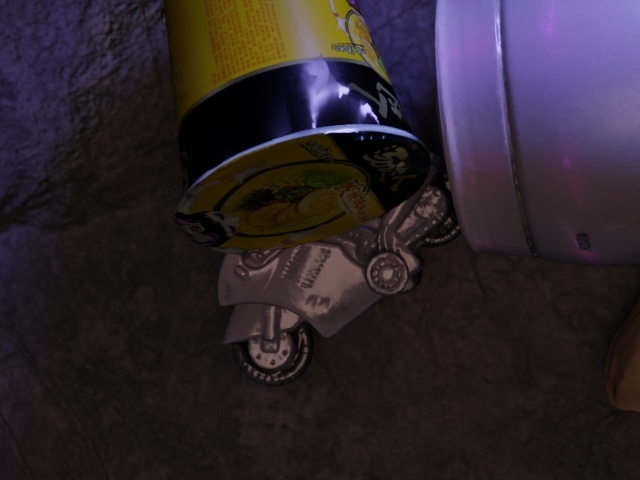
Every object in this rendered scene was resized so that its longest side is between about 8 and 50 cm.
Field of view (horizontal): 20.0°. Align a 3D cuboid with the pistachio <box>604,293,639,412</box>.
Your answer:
[{"bbox_3d":[0.340,0.067,1.572,0.157,0.157,0.229,38,109,-5],"label":"pistachio"}]

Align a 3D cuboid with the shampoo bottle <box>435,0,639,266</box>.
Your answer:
[{"bbox_3d":[0.229,-0.113,1.469,0.266,0.273,0.273,-8,103,13],"label":"shampoo bottle"}]

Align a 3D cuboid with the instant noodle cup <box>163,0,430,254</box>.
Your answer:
[{"bbox_3d":[-0.038,-0.134,1.501,0.215,0.215,0.236,-18,67,9],"label":"instant noodle cup"}]

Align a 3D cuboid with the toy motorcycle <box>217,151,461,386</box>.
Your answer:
[{"bbox_3d":[0.000,0.000,1.605,0.260,0.110,0.171,-42,85,7],"label":"toy motorcycle"}]
